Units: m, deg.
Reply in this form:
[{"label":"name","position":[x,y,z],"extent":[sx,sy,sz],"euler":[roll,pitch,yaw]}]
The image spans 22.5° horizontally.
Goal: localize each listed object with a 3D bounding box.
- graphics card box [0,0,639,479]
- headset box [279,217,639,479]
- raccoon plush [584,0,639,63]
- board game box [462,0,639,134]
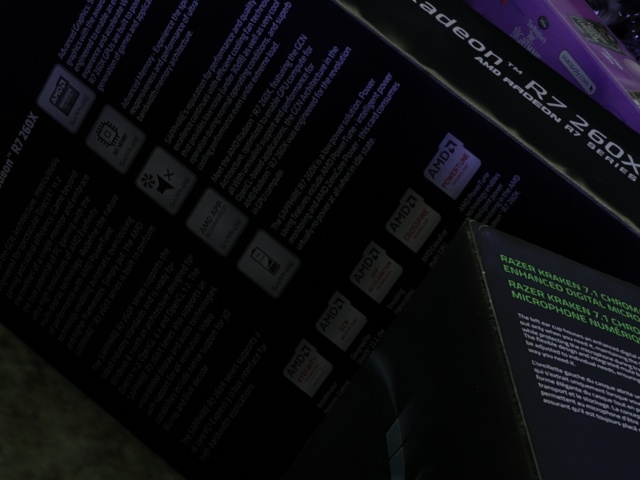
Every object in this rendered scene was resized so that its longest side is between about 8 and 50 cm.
[{"label":"graphics card box","position":[0.000,0.000,0.696],"extent":[0.371,0.233,0.094],"euler":[38,29,9]},{"label":"headset box","position":[0.052,0.171,0.486],"extent":[0.131,0.246,0.283],"euler":[21,31,-21]},{"label":"raccoon plush","position":[0.310,-0.288,1.472],"extent":[0.446,0.216,0.299],"euler":[24,23,-17]},{"label":"board game box","position":[0.090,-0.018,0.836],"extent":[0.056,0.208,0.347],"euler":[5,41,-40]}]
